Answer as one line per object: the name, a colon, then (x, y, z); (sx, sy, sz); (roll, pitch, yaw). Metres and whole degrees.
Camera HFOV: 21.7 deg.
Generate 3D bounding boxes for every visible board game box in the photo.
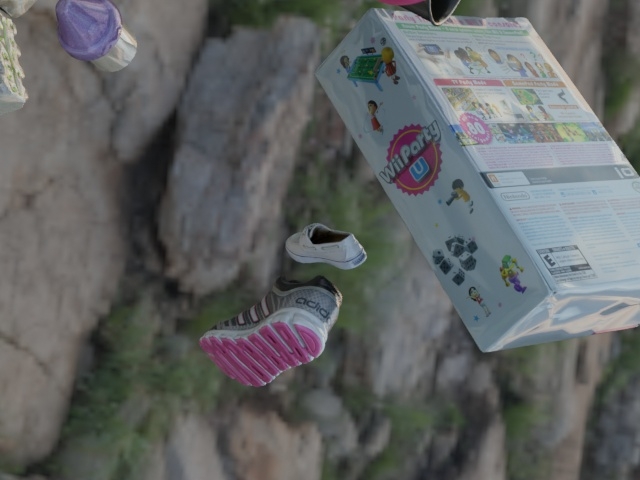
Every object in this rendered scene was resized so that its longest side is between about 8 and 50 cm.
board game box: (0.164, -0.060, 1.462); (0.224, 0.097, 0.303); (-4, 56, -46)

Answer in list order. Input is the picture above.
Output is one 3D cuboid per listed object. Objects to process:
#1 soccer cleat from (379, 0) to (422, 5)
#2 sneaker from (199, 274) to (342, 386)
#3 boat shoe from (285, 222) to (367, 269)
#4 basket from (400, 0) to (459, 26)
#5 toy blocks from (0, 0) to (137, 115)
soccer cleat: (-0.006, -0.282, 0.846); (0.143, 0.116, 0.331); (-48, 113, -35)
sneaker: (-0.037, 0.071, 1.395); (0.063, 0.170, 0.075); (46, 56, -14)
boat shoe: (0.000, 0.000, 1.477); (0.035, 0.100, 0.035); (-38, 118, -24)
basket: (0.009, -0.284, 1.215); (0.154, 0.227, 0.204); (-8, 115, -73)
toy blocks: (-0.316, -0.254, 1.295); (0.260, 0.309, 0.288); (39, 35, -65)
